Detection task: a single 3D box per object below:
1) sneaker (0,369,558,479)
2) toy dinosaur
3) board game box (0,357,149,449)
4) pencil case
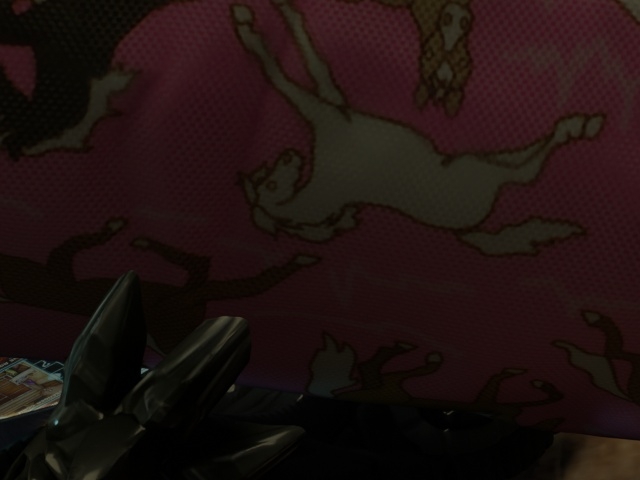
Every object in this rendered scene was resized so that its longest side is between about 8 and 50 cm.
[{"bbox_3d":[-0.043,0.088,0.601,0.286,0.109,0.130,-23,5,-35],"label":"sneaker"},{"bbox_3d":[-0.070,0.135,0.352,0.322,0.164,0.218,-2,33,39],"label":"toy dinosaur"},{"bbox_3d":[-0.028,0.016,0.805,0.243,0.042,0.165,-15,34,8],"label":"board game box"},{"bbox_3d":[0.027,-0.016,0.487,0.386,0.167,0.160,10,6,-5],"label":"pencil case"}]
